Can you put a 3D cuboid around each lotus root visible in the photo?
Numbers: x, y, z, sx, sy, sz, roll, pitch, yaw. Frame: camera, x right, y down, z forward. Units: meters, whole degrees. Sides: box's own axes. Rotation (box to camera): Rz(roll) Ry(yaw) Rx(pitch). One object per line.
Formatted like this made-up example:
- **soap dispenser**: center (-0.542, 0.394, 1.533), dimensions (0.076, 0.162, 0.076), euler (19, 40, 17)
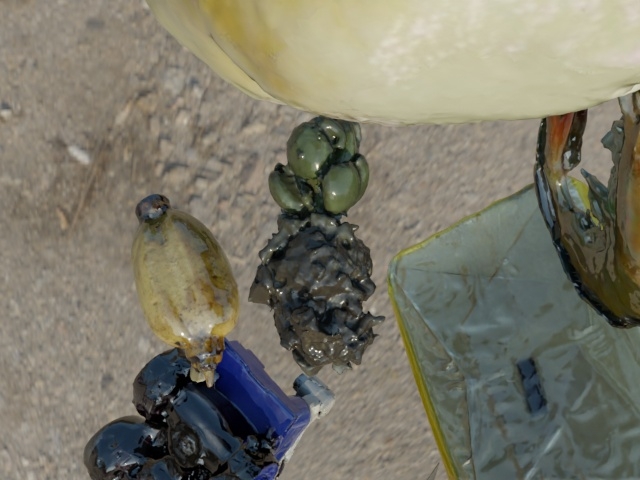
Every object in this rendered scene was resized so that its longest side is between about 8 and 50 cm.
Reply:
- **lotus root**: center (-0.097, 0.035, 0.940), dimensions (0.072, 0.063, 0.152), euler (-15, 67, -7)

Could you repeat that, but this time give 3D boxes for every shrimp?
- **shrimp**: center (0.205, -0.053, 0.916), dimensions (0.058, 0.173, 0.253), euler (-18, 116, -21)

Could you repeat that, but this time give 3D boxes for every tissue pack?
- **tissue pack**: center (0.259, 0.141, 1.215), dimensions (0.228, 0.382, 0.293), euler (-27, 65, 18)

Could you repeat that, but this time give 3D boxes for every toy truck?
- **toy truck**: center (-0.100, 0.202, 1.235), dimensions (0.161, 0.213, 0.177), euler (46, 25, 22)

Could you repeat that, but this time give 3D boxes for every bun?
- **bun**: center (0.083, -0.202, 0.541), dimensions (0.365, 0.219, 0.365), euler (-16, 59, 30)

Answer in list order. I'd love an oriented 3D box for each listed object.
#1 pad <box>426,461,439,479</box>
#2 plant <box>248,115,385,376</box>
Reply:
- **pad**: center (0.072, 0.373, 1.440), dimensions (0.006, 0.245, 0.170), euler (27, 45, 17)
- **plant**: center (0.000, 0.000, 0.823), dimensions (0.087, 0.085, 0.174), euler (-1, 87, 16)
